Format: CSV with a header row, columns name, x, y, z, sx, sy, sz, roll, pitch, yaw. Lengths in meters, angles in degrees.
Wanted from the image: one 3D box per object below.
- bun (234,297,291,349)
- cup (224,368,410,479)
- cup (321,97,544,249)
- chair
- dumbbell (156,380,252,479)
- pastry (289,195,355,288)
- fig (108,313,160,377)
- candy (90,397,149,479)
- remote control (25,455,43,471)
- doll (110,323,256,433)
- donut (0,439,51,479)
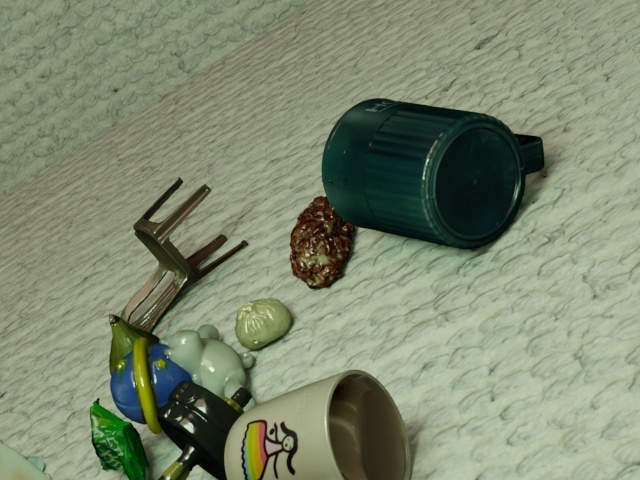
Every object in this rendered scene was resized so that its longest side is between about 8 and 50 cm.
name,x,y,z,sx,sy,sz,roll,pitch,yaw
bun,-0.110,0.144,1.953,0.115,0.069,0.115,-24,27,13
cup,-0.007,0.325,1.458,0.200,0.191,0.253,-23,63,32
cup,0.204,-0.111,1.862,0.292,0.307,0.242,17,90,57
chair,-0.337,0.046,2.256,0.326,0.183,0.175,-45,27,-18
dumbbell,-0.235,0.373,1.617,0.185,0.185,0.388,6,49,53
pastry,-0.001,0.001,2.031,0.115,0.097,0.209,-32,27,32
fig,-0.361,0.221,2.010,0.126,0.185,0.133,-43,27,19
candy,-0.340,0.356,1.826,0.078,0.141,0.203,-33,24,-20
remote control,-0.620,0.522,1.980,0.103,0.051,0.293,-11,38,31
doll,-0.251,0.215,1.896,0.242,0.160,0.311,-22,20,4
donut,-0.575,0.462,1.661,0.383,0.382,0.142,-101,35,-61
